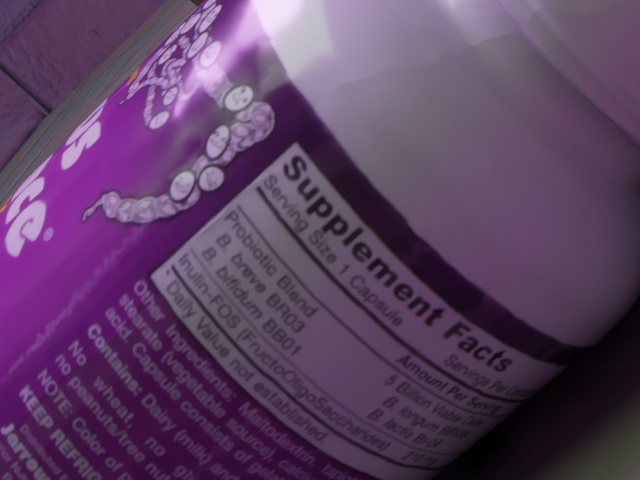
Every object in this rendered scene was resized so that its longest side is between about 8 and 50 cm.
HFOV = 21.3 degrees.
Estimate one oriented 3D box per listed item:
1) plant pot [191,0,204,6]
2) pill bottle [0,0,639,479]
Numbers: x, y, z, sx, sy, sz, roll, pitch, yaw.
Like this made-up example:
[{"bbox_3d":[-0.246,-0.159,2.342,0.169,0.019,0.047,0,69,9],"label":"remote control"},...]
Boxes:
[{"bbox_3d":[0.004,-0.328,1.224,0.366,0.366,0.353,-39,26,31],"label":"plant pot"},{"bbox_3d":[0.000,0.000,0.563,0.301,0.169,0.169,-42,14,18],"label":"pill bottle"}]
